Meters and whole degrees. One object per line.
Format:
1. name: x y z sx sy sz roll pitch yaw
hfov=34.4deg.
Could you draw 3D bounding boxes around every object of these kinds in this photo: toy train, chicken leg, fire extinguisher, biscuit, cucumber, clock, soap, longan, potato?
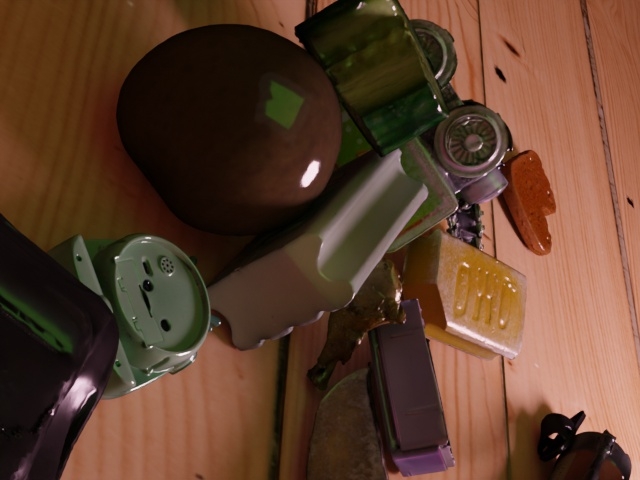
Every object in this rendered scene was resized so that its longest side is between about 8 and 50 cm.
1. toy train: 0.106 -0.155 1.407 0.307 0.249 0.173 57 6 -9
2. chicken leg: 0.044 0.103 1.234 0.093 0.178 0.070 36 2 26
3. fire extinguisher: 0.350 0.384 1.466 0.376 0.113 0.200 -40 127 -55
4. biscuit: 0.394 -0.070 1.929 0.192 0.036 0.186 -30 95 -57
5. cucumber: 0.066 -0.196 1.226 0.191 0.130 0.191 55 13 -20
6. clock: -0.177 0.062 1.048 0.211 0.066 0.159 -15 81 -57
7. soap: 0.212 0.084 1.520 0.232 0.073 0.140 25 65 -43
8. longan: -0.102 -0.122 1.142 0.248 0.248 0.248 32 45 -38
9. soap: 0.000 0.000 1.228 0.095 0.173 0.289 56 35 -10
10. clock: 0.113 0.186 1.290 0.144 0.073 0.193 65 14 -64
11. potato: 0.032 0.278 1.186 0.261 0.100 0.120 -101 -174 -47
12. toy train: 0.219 -0.021 1.572 0.202 0.060 0.081 71 17 -60

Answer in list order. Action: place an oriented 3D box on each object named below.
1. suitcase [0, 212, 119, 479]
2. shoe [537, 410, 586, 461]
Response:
1. suitcase: -0.337 0.072 0.744 0.345 0.188 0.339 45 32 -22
2. shoe: 0.374 0.297 1.636 0.053 0.062 0.159 53 33 8
